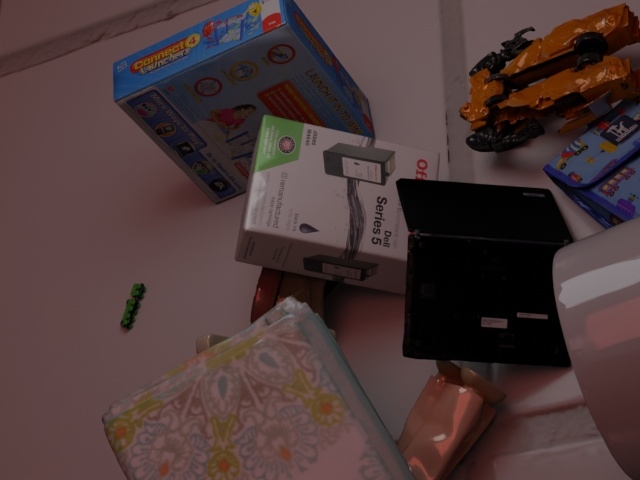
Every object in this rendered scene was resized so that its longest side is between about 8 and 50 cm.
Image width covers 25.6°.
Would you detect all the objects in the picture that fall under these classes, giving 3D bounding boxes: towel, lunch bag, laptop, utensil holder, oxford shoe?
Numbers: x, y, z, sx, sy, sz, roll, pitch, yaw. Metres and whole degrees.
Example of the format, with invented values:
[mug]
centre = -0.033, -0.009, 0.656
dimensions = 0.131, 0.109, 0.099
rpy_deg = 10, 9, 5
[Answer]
[towel]
centre = -0.066, 0.292, 1.786
dimensions = 0.320, 0.090, 0.374
rpy_deg = -30, 68, -4
[lunch bag]
centre = 0.462, -0.108, 1.944
dimensions = 0.221, 0.138, 0.293
rpy_deg = -42, 36, -1
[laptop]
centre = 0.223, 0.040, 1.964
dimensions = 0.234, 0.136, 0.264
rpy_deg = 3, 83, -7
[utensil holder]
centre = 0.506, 0.085, 1.649
dimensions = 0.385, 0.327, 0.327
rpy_deg = -20, 53, 20
[oxford shoe]
centre = 0.000, 0.000, 2.162
dimensions = 0.130, 0.123, 0.348
rpy_deg = 14, 66, 8

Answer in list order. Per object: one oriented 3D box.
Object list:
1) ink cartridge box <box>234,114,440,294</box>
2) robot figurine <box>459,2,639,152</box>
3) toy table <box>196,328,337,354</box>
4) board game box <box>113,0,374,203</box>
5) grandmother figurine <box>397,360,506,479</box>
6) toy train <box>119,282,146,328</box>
[ink cartridge box]
centre = 0.027, -0.050, 2.061
dimensions = 0.273, 0.115, 0.198
rpy_deg = 11, 62, -6
[robot figurine]
centre = 0.335, -0.227, 2.071
dimensions = 0.291, 0.085, 0.211
rpy_deg = -21, 47, 36
[toy table]
centre = -0.073, 0.224, 1.978
dimensions = 0.274, 0.252, 0.161
rpy_deg = -12, 72, 25
[board game box]
centre = -0.117, -0.220, 2.218
dimensions = 0.302, 0.308, 0.086
rpy_deg = -22, 51, 17
[grandmother figurine]
centre = 0.119, 0.327, 1.882
dimensions = 0.342, 0.104, 0.208
rpy_deg = -57, 23, -7
[toy train]
centre = -0.311, 0.108, 2.319
dimensions = 0.023, 0.017, 0.083
rpy_deg = -2, 60, 41
